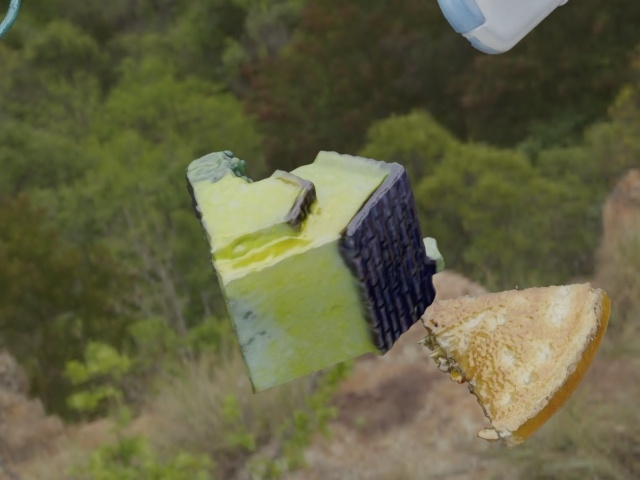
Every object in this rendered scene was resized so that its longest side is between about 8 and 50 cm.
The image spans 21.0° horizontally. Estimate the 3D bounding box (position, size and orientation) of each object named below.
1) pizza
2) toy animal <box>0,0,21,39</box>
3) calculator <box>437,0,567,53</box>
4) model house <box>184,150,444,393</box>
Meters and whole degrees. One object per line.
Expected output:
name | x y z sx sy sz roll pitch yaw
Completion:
pizza | 0.170 0.103 1.647 0.199 0.062 0.188 23 64 40
toy animal | -0.313 -0.240 1.657 0.208 0.103 0.100 -29 -2 -5
calculator | 0.171 -0.249 1.462 0.210 0.121 0.039 -41 22 -28
model house | 0.000 0.000 1.584 0.211 0.194 0.170 -17 44 -2
